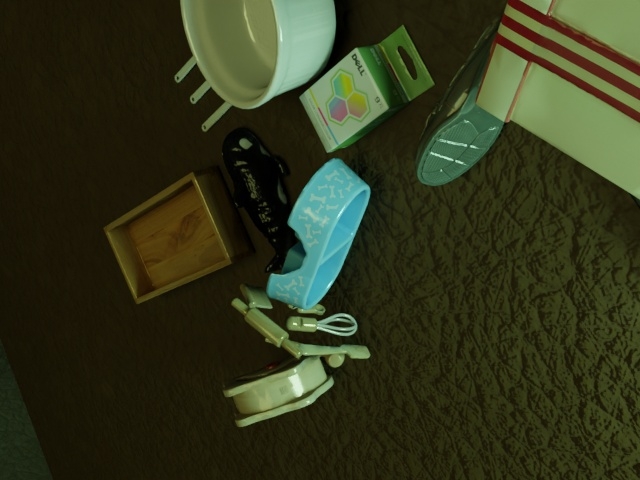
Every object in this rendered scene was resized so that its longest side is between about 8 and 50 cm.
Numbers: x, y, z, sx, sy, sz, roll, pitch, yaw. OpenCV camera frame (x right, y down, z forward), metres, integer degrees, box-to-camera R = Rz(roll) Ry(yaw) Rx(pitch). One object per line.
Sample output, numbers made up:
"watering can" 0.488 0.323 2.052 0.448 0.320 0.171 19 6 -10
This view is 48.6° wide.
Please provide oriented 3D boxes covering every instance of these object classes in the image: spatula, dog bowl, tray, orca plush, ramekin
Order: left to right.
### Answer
"tray" -0.329 -0.002 1.591 0.411 0.076 0.202 -22 91 44
"spatula" -0.201 -0.320 1.378 0.242 0.019 0.168 -32 86 45
"orca plush" -0.138 -0.071 1.364 0.151 0.102 0.287 1 108 42
"ramekin" -0.100 -0.365 1.156 0.277 0.135 0.277 32 134 41
"dog bowl" 0.000 0.000 1.234 0.074 0.166 0.297 31 127 16

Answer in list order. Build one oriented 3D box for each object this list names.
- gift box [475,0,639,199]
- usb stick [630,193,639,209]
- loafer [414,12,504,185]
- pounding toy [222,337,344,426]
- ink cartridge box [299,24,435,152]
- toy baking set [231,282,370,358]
"gift box" 0.339 -0.234 0.765 0.258 0.276 0.255 37 142 21
"usb stick" 0.442 -0.043 0.885 0.077 0.045 0.277 -38 80 45
"loafer" 0.216 -0.197 1.015 0.267 0.096 0.084 -58 30 37
"pounding toy" -0.074 0.244 1.387 0.270 0.154 0.154 -21 93 12
"ink cartridge box" 0.069 -0.238 1.134 0.209 0.062 0.108 -30 85 45
"toy baking set" -0.034 0.142 1.293 0.256 0.197 0.030 38 123 26
